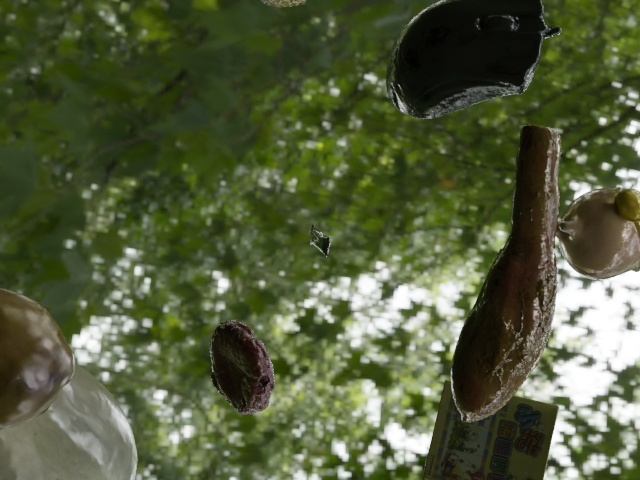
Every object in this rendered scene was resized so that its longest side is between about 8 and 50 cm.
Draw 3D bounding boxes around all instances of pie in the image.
[{"bbox_3d":[-0.121,0.192,1.778,0.153,0.038,0.154,25,-57,46],"label":"pie"}]

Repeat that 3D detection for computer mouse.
[{"bbox_3d":[0.165,-0.234,1.434,0.264,0.088,0.147,-11,-115,38],"label":"computer mouse"}]

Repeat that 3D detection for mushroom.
[{"bbox_3d":[-0.221,0.141,0.925,0.350,0.128,0.128,90,-8,-64],"label":"mushroom"}]

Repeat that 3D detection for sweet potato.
[{"bbox_3d":[0.246,0.051,1.467,0.109,0.109,0.385,30,-73,55],"label":"sweet potato"}]

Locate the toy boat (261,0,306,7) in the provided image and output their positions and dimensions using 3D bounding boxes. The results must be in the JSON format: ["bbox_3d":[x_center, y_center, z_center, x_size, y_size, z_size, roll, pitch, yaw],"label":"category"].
[{"bbox_3d":[-0.049,-0.308,1.139,0.088,0.226,0.068,-29,-121,-1],"label":"toy boat"}]

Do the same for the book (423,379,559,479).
[{"bbox_3d":[0.274,0.326,1.915,0.192,0.013,0.168,11,-102,19],"label":"book"}]

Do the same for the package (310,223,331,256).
[{"bbox_3d":[0.000,0.000,2.024,0.110,0.015,0.037,-144,-122,-69],"label":"package"}]

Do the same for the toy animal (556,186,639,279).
[{"bbox_3d":[0.440,-0.012,1.670,0.165,0.248,0.149,-149,-111,-74],"label":"toy animal"}]
